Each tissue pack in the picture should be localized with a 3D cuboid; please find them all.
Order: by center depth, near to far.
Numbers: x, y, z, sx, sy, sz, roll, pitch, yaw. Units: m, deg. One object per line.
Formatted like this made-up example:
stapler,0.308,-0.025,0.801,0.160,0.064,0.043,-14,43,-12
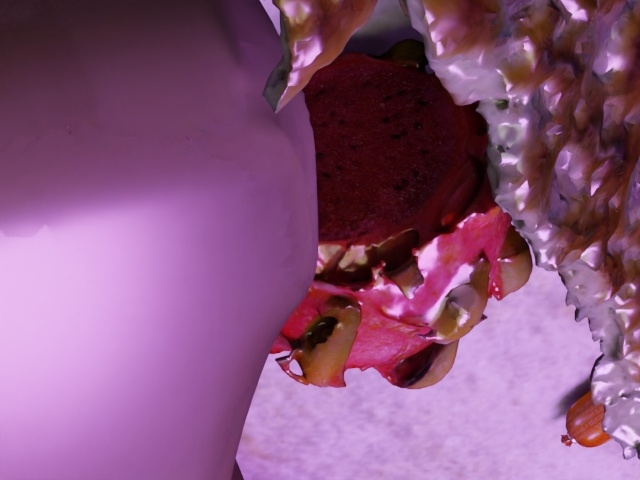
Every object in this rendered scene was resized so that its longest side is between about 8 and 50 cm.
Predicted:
tissue pack,-0.163,0.042,0.568,0.277,0.267,0.387,-17,140,-19

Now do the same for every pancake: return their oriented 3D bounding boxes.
pancake,0.140,-0.099,0.536,0.305,0.067,0.427,-57,142,-9

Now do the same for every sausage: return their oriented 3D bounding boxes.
sausage,0.172,0.082,0.891,0.031,0.031,0.107,26,127,-35

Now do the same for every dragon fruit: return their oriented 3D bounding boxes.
dragon fruit,0.000,0.000,0.693,0.150,0.133,0.207,41,137,-14
